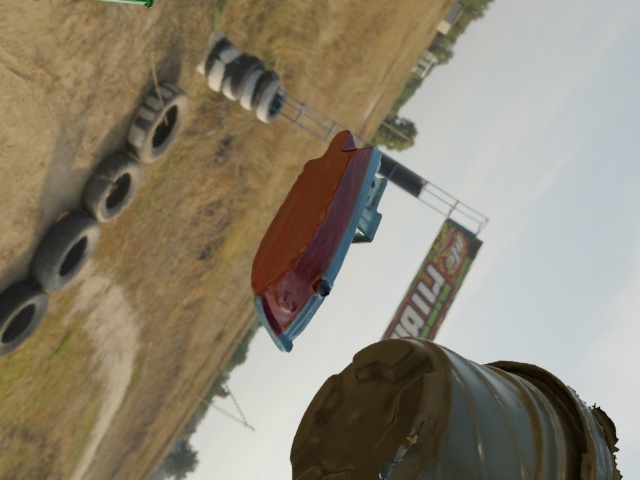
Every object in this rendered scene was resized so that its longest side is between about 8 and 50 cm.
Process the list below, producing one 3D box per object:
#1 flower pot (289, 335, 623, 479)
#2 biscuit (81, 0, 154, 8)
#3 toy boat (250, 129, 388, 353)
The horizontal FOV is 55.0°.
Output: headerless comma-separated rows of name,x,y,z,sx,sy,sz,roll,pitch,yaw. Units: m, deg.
flower pot,0.069,0.161,0.432,0.235,0.141,0.235,-42,-158,21
biscuit,-0.233,-0.289,0.695,0.016,0.089,0.046,10,-76,61
toy boat,0.000,0.000,0.460,0.069,0.059,0.172,-3,-126,48
